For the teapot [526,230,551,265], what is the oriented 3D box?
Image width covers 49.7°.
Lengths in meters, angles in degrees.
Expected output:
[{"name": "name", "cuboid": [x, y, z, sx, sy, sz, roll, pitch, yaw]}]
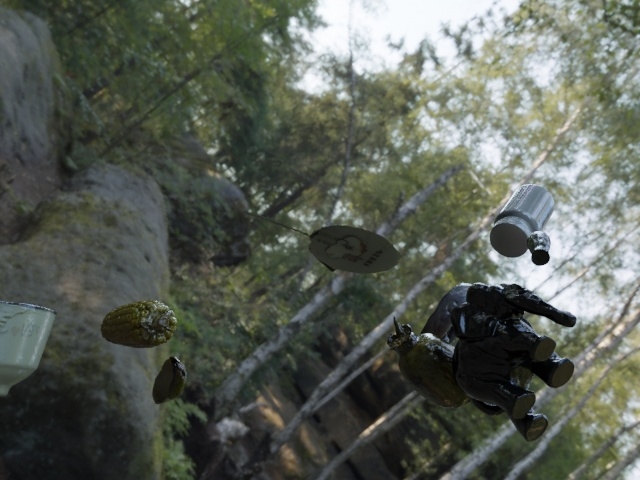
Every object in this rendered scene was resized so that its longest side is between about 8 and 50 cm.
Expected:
[{"name": "teapot", "cuboid": [0.388, 0.016, 1.223, 0.043, 0.043, 0.111, 53, 21, -2]}]

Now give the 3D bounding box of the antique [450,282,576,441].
[{"name": "antique", "cuboid": [0.406, 0.250, 1.530, 0.185, 0.322, 0.255, 3, 24, -31]}]

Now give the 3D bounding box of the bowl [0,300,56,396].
[{"name": "bowl", "cuboid": [-0.502, 0.154, 0.969, 0.238, 0.238, 0.126, 60, 29, -73]}]

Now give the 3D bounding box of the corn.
[{"name": "corn", "cuboid": [-0.458, 0.210, 1.714, 0.322, 0.119, 0.119, -11, -58, 48]}]

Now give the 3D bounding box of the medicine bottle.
[{"name": "medicine bottle", "cuboid": [0.453, -0.044, 1.555, 0.103, 0.187, 0.102, 19, -51, 24]}]

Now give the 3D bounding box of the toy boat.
[{"name": "toy boat", "cuboid": [0.372, 0.224, 1.909, 0.085, 0.227, 0.155, 40, 14, 36]}]

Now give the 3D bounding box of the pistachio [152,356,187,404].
[{"name": "pistachio", "cuboid": [-0.374, 0.360, 1.743, 0.049, 0.173, 0.089, 1, 48, -36]}]

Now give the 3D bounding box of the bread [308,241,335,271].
[{"name": "bread", "cuboid": [0.020, 0.031, 1.916, 0.106, 0.072, 0.053, 45, 16, 7]}]

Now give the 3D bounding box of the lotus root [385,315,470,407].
[{"name": "lotus root", "cuboid": [0.269, 0.307, 1.713, 0.278, 0.154, 0.154, 44, -1, -8]}]

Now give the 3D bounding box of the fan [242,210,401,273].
[{"name": "fan", "cuboid": [0.000, 0.001, 1.365, 0.329, 0.009, 0.191, 20, -29, -12]}]
